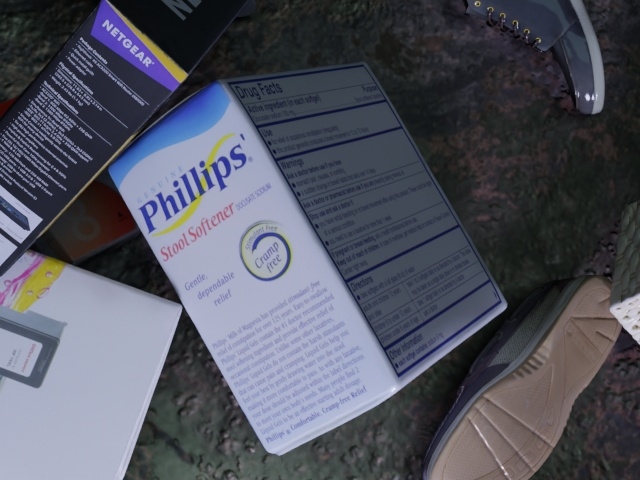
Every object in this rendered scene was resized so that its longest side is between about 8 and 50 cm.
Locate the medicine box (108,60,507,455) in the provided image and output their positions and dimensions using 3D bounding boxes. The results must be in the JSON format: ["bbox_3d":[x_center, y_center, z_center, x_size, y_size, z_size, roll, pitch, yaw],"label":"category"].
[{"bbox_3d":[0.000,0.000,0.996,0.289,0.149,0.263,60,30,5],"label":"medicine box"}]

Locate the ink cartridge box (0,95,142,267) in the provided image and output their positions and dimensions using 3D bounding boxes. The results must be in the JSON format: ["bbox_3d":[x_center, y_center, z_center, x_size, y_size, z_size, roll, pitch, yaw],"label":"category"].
[{"bbox_3d":[-0.237,-0.072,1.055,0.145,0.045,0.179,-33,89,-44],"label":"ink cartridge box"}]

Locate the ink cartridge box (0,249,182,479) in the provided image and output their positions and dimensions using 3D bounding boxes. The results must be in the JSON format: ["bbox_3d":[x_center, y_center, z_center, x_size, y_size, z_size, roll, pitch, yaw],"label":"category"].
[{"bbox_3d":[-0.284,0.112,0.959,0.270,0.198,0.197,21,75,-8],"label":"ink cartridge box"}]

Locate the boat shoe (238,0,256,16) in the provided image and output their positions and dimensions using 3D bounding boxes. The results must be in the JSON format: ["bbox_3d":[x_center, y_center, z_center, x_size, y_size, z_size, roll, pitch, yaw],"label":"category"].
[{"bbox_3d":[-0.118,-0.254,1.153,0.100,0.035,0.035,-5,53,-8],"label":"boat shoe"}]

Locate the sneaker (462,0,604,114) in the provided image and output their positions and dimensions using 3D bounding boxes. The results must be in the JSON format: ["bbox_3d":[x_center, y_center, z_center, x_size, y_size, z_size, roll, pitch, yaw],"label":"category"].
[{"bbox_3d":[0.226,-0.230,1.203,0.118,0.083,0.222,-19,90,4],"label":"sneaker"}]

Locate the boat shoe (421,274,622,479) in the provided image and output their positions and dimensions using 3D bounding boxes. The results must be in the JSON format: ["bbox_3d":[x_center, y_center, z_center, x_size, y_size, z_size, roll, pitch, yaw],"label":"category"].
[{"bbox_3d":[0.193,0.147,1.104,0.103,0.092,0.285,46,71,-20],"label":"boat shoe"}]

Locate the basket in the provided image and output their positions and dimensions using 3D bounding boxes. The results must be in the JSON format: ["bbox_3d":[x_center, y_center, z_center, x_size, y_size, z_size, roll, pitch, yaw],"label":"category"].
[{"bbox_3d":[0.364,0.027,1.111,0.103,0.113,0.167,40,44,-18],"label":"basket"}]

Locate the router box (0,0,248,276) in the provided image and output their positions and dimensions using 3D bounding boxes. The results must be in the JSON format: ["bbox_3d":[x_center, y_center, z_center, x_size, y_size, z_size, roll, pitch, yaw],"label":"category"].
[{"bbox_3d":[-0.167,-0.137,0.914,0.081,0.243,0.309,42,29,-12],"label":"router box"}]
